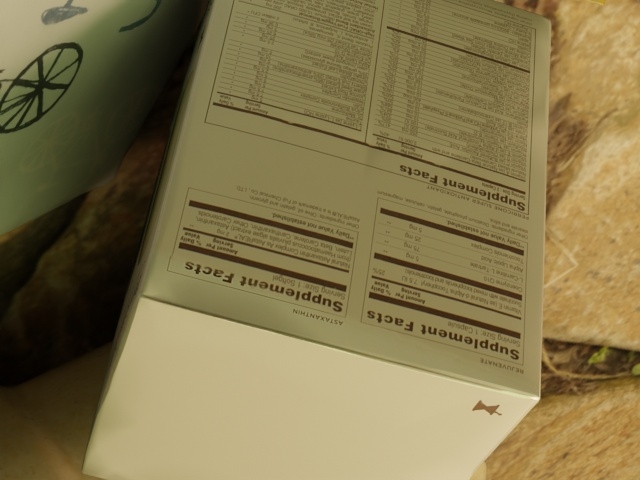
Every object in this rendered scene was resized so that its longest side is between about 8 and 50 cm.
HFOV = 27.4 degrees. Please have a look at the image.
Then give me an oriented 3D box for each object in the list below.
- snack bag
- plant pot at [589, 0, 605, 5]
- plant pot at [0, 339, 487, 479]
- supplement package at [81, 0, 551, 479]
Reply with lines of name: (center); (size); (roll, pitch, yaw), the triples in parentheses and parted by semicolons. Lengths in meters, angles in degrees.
snack bag: (-0.140, -0.113, 0.680); (0.342, 0.037, 0.323); (-56, 169, 32)
plant pot: (0.150, -0.213, 0.858); (0.081, 0.081, 0.083); (9, 109, -34)
plant pot: (-0.066, 0.171, 0.917); (0.305, 0.334, 0.333); (-34, 136, -16)
supplement package: (0.000, 0.000, 0.748); (0.198, 0.262, 0.199); (15, 143, -9)
